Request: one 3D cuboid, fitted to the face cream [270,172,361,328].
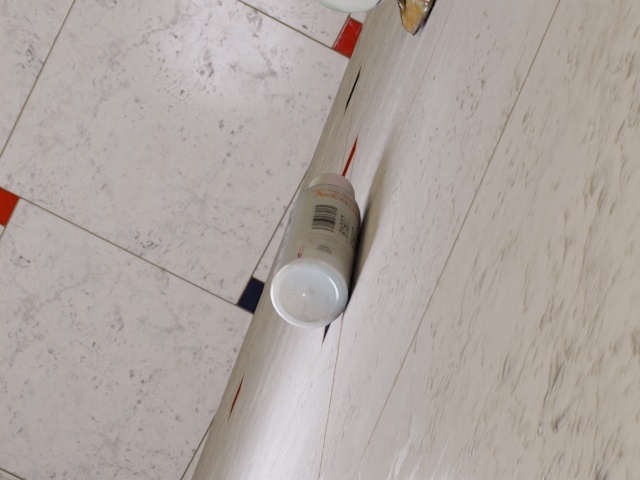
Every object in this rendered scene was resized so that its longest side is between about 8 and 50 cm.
[{"bbox_3d":[0.000,0.000,1.690,0.269,0.082,0.082,-79,9,-64],"label":"face cream"}]

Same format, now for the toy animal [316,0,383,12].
[{"bbox_3d":[0.073,-0.437,2.159,0.212,0.213,0.266,147,140,-84],"label":"toy animal"}]

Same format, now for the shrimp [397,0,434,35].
[{"bbox_3d":[0.106,-0.359,1.954,0.296,0.058,0.169,-108,27,-60],"label":"shrimp"}]
